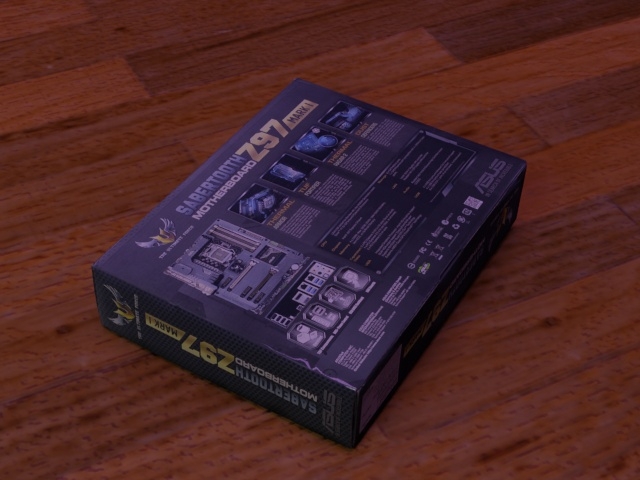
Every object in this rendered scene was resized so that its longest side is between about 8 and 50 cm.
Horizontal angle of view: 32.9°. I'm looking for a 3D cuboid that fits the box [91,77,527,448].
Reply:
[{"bbox_3d":[0.000,0.000,0.688,0.183,0.059,0.232,23,47,21],"label":"box"}]
